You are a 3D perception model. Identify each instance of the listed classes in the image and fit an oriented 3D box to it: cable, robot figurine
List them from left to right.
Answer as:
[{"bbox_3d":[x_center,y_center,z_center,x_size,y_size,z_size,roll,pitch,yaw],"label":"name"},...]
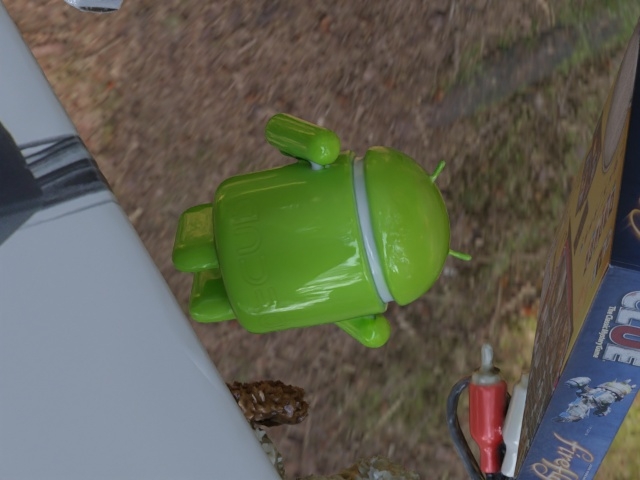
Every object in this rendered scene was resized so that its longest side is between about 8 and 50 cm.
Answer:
[{"bbox_3d":[0.000,0.000,0.729,0.115,0.067,0.101,-12,116,9],"label":"robot figurine"},{"bbox_3d":[0.149,0.224,1.502,0.139,0.072,0.287,11,92,28],"label":"cable"}]

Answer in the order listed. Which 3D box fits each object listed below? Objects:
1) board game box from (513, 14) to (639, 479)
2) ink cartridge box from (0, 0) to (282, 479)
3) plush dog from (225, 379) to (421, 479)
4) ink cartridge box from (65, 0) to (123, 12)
[{"bbox_3d":[0.154,0.014,0.959,0.042,0.165,0.243,13,148,2],"label":"board game box"},{"bbox_3d":[-0.136,0.032,0.601,0.129,0.223,0.307,-25,68,-18],"label":"ink cartridge box"},{"bbox_3d":[-0.060,0.231,1.350,0.225,0.210,0.262,45,89,-1],"label":"plush dog"},{"bbox_3d":[-0.201,-0.359,1.208,0.304,0.072,0.307,34,105,21],"label":"ink cartridge box"}]
